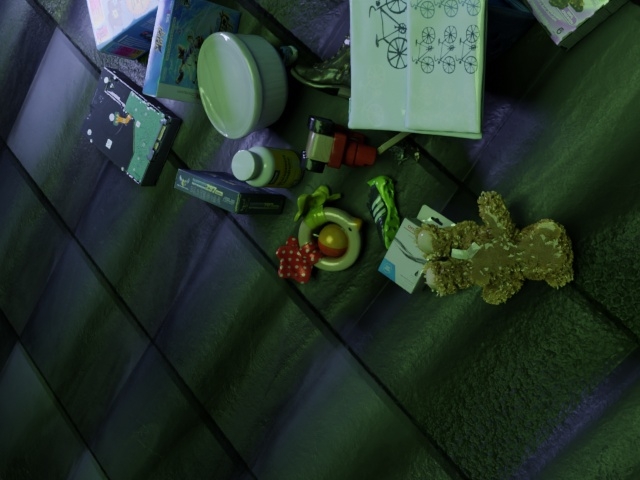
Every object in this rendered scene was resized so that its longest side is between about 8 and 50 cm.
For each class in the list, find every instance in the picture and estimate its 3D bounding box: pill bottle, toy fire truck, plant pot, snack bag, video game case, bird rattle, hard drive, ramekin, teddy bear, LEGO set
[{"bbox_3d":[-0.134,-0.184,1.863,0.103,0.184,0.103,2,93,36],"label":"pill bottle"},{"bbox_3d":[0.087,-0.226,1.726,0.246,0.217,0.158,13,101,-4],"label":"toy fire truck"},{"bbox_3d":[0.262,-0.455,1.549,0.236,0.236,0.212,49,125,23],"label":"plant pot"},{"bbox_3d":[0.178,-0.373,1.471,0.342,0.037,0.323,13,111,41],"label":"snack bag"},{"bbox_3d":[-0.336,-0.500,1.959,0.061,0.244,0.269,21,104,32],"label":"video game case"},{"bbox_3d":[0.000,0.000,1.817,0.207,0.143,0.253,19,106,17],"label":"bird rattle"},{"bbox_3d":[-0.583,-0.347,2.252,0.339,0.064,0.237,38,113,29],"label":"hard drive"},{"bbox_3d":[-0.194,-0.401,1.892,0.273,0.127,0.273,27,126,44],"label":"ramekin"},{"bbox_3d":[0.359,0.023,1.555,0.338,0.113,0.245,-27,90,32],"label":"teddy bear"},{"bbox_3d":[0.192,-0.205,1.728,0.083,0.023,0.054,-8,87,36],"label":"LEGO set"}]

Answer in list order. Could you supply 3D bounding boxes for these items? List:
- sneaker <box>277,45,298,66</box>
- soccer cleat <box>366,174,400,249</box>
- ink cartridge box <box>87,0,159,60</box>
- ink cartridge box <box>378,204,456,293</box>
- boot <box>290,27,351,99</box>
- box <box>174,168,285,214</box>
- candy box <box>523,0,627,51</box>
[{"bbox_3d":[-0.121,-0.455,1.921,0.135,0.058,0.052,-47,66,28],"label":"sneaker"},{"bbox_3d":[0.146,-0.064,1.751,0.072,0.060,0.179,-12,78,45],"label":"soccer cleat"},{"bbox_3d":[-0.490,-0.733,2.123,0.395,0.151,0.270,-21,80,33],"label":"ink cartridge box"},{"bbox_3d":[0.221,0.018,1.693,0.104,0.060,0.180,36,111,29],"label":"ink cartridge box"},{"bbox_3d":[0.067,-0.459,1.782,0.263,0.091,0.229,24,100,28],"label":"boot"},{"bbox_3d":[-0.237,-0.128,1.940,0.233,0.183,0.059,22,105,34],"label":"box"},{"bbox_3d":[0.511,-0.505,1.460,0.196,0.070,0.165,-40,69,30],"label":"candy box"}]
